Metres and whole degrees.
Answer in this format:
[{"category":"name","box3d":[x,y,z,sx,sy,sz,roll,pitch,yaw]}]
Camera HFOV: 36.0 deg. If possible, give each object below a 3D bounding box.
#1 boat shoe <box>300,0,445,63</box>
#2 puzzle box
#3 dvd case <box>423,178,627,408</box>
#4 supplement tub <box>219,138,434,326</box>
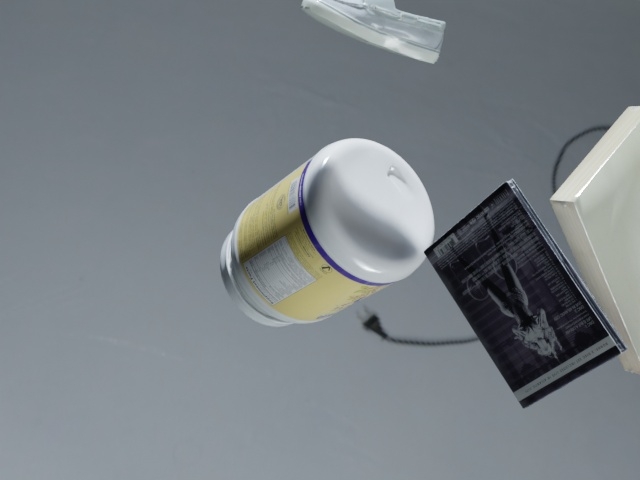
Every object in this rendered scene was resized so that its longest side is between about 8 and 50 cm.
[{"category":"boat shoe","box3d":[0.081,-0.325,1.424,0.228,0.081,0.079,15,9,-25]},{"category":"puzzle box","box3d":[0.561,0.005,1.749,0.272,0.052,0.409,-45,122,-27]},{"category":"dvd case","box3d":[0.225,0.064,1.114,0.018,0.164,0.221,-20,73,-41]},{"category":"supplement tub","box3d":[0.000,0.000,1.631,0.241,0.331,0.241,15,61,-30]}]
